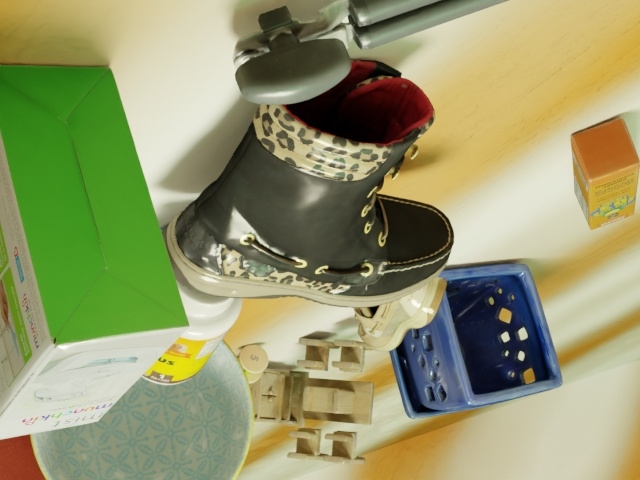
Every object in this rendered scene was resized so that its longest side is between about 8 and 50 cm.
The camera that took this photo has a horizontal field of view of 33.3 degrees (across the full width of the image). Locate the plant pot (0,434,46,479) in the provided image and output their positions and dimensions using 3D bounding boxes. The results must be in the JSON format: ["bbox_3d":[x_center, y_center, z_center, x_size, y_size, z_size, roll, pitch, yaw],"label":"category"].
[{"bbox_3d":[-0.560,0.355,1.570,0.267,0.267,0.235,-34,167,33],"label":"plant pot"}]

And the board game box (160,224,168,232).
[{"bbox_3d":[-0.158,0.018,1.360,0.211,0.039,0.160,-27,158,15],"label":"board game box"}]

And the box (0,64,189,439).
[{"bbox_3d":[-0.250,0.015,0.960,0.126,0.262,0.231,-5,154,-34],"label":"box"}]

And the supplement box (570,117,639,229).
[{"bbox_3d":[0.410,-0.091,1.543,0.078,0.080,0.233,-21,162,9],"label":"supplement box"}]

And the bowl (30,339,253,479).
[{"bbox_3d":[-0.240,0.247,1.447,0.289,0.289,0.156,-14,166,-14],"label":"bowl"}]

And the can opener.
[{"bbox_3d":[0.053,-0.193,0.965,0.280,0.093,0.074,-23,159,-4],"label":"can opener"}]

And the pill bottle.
[{"bbox_3d":[-0.167,0.087,1.303,0.117,0.117,0.215,-8,155,-27],"label":"pill bottle"}]

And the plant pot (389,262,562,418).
[{"bbox_3d":[0.253,0.188,1.896,0.236,0.236,0.212,-3,161,-35],"label":"plant pot"}]

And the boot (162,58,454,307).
[{"bbox_3d":[0.040,-0.057,1.177,0.377,0.138,0.284,3,143,-29],"label":"boot"}]

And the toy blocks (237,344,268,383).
[{"bbox_3d":[-0.167,0.241,1.886,0.123,0.054,0.148,-9,157,-25],"label":"toy blocks"}]

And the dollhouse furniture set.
[{"bbox_3d":[-0.001,0.292,1.959,0.242,0.212,0.161,-1,169,32],"label":"dollhouse furniture set"}]

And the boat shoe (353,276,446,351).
[{"bbox_3d":[0.108,0.106,1.755,0.098,0.109,0.302,23,161,-8],"label":"boat shoe"}]
